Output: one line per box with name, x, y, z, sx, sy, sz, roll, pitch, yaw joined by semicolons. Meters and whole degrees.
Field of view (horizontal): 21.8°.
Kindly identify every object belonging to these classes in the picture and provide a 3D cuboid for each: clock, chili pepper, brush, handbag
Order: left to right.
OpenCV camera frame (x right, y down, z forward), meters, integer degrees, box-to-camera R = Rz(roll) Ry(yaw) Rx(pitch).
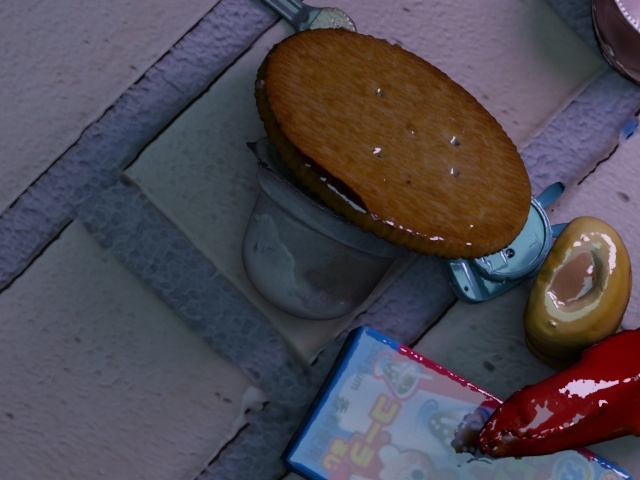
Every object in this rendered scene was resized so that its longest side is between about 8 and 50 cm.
brush;-0.073;-0.273;1.704;0.266;0.027;0.062;38;81;1
clock;0.189;-0.007;1.682;0.147;0.045;0.108;-23;86;-7
chili pepper;0.307;0.138;1.597;0.387;0.110;0.110;-16;83;-33
handbag;0.366;-0.263;1.693;0.179;0.116;0.205;18;81;-2

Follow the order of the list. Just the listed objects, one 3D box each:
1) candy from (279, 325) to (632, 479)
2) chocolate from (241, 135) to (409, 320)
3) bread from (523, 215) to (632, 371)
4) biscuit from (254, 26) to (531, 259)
candy;0.130;0.223;1.620;0.306;0.100;0.157;30;81;-1
chocolate;0.000;0.000;1.621;0.221;0.221;0.147;28;113;0
bread;0.256;0.057;1.621;0.085;0.173;0.134;26;82;15
biscuit;0.071;-0.094;1.597;0.305;0.038;0.305;22;38;-18
